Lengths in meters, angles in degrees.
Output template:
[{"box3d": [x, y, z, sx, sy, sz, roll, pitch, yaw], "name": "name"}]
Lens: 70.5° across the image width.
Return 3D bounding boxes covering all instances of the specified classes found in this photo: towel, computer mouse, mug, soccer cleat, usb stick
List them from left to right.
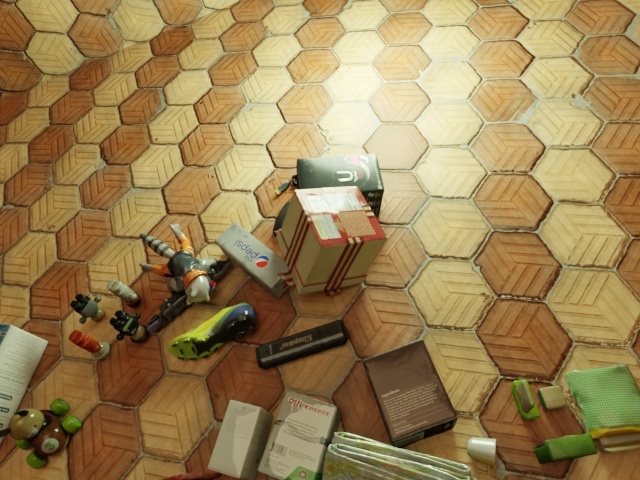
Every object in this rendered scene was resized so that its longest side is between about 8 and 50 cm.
[{"box3d": [-0.331, 0.279, 1.402, 0.289, 0.093, 0.121, -24, 27, 3], "name": "soccer cleat"}, {"box3d": [-0.108, -0.133, 1.596, 0.184, 0.060, 0.262, 30, 70, 25], "name": "computer mouse"}, {"box3d": [-0.055, 0.306, 1.334, 0.278, 0.045, 0.077, -18, 59, 2], "name": "usb stick"}, {"box3d": [0.155, 0.626, 0.981, 0.320, 0.090, 0.375, 8, 99, 20], "name": "towel"}, {"box3d": [0.393, 0.519, 1.105, 0.064, 0.062, 0.078, 3, 54, 23], "name": "mug"}]

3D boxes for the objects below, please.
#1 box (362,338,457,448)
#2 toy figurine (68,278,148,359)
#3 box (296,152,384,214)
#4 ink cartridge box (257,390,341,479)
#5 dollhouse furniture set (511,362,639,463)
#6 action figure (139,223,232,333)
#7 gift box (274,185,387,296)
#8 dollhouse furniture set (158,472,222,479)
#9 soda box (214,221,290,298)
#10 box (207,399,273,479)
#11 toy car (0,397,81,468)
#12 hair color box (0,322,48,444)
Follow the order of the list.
[{"box3d": [0.224, 0.393, 1.150, 0.167, 0.168, 0.203, -20, 58, 0], "name": "box"}, {"box3d": [-0.674, 0.252, 1.450, 0.213, 0.148, 0.210, -26, 52, -1], "name": "toy figurine"}, {"box3d": [0.061, -0.177, 1.509, 0.270, 0.143, 0.165, -6, 58, -4], "name": "box"}, {"box3d": [-0.048, 0.520, 1.181, 0.153, 0.087, 0.208, 13, 64, 19], "name": "ink cartridge box"}, {"box3d": [0.642, 0.394, 1.068, 0.301, 0.151, 0.198, -12, 58, 5], "name": "dollhouse furniture set"}, {"box3d": [-0.482, 0.118, 1.468, 0.330, 0.178, 0.341, 30, 69, 36], "name": "action figure"}, {"box3d": [0.000, 0.000, 1.360, 0.276, 0.258, 0.255, -3, 51, -23], "name": "gift box"}, {"box3d": [-0.431, 0.726, 1.134, 0.374, 0.152, 0.201, -23, 57, 19], "name": "dollhouse furniture set"}, {"box3d": [-0.213, 0.063, 1.485, 0.286, 0.091, 0.098, 35, 71, 27], "name": "soda box"}, {"box3d": [-0.205, 0.525, 1.188, 0.091, 0.130, 0.171, 9, 62, 16], "name": "box"}, {"box3d": [-0.818, 0.533, 1.281, 0.149, 0.188, 0.155, 34, 72, 27], "name": "toy car"}, {"box3d": [-1.005, 0.444, 1.383, 0.105, 0.174, 0.347, 2, 60, 14], "name": "hair color box"}]
